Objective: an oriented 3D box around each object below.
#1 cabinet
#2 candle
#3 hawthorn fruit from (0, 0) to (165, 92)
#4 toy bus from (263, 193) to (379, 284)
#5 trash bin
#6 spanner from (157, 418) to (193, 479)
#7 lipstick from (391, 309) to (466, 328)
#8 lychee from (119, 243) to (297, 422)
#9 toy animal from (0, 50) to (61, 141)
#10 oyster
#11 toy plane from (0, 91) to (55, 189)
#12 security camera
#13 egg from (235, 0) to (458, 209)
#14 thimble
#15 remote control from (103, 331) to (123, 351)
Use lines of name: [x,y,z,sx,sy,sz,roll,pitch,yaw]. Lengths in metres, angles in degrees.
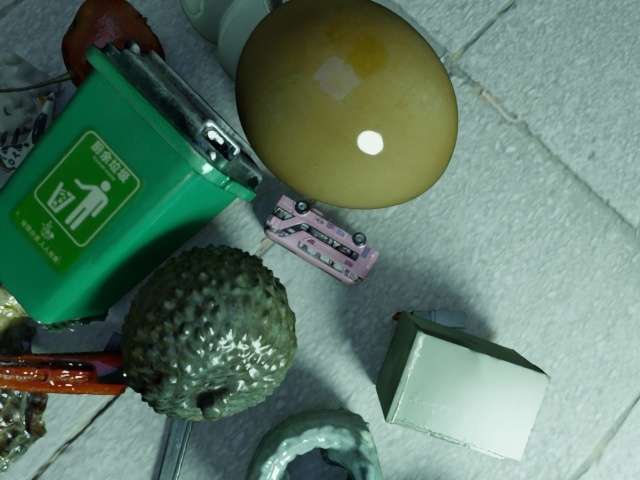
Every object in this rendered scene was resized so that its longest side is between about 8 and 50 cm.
cabinet: [0.213,0.226,0.773,0.206,0.145,0.150,19,94,-1]
candle: [-0.413,0.200,0.747,0.302,0.059,0.084,11,98,-29]
hawthorn fruit: [-0.405,-0.289,0.819,0.285,0.165,0.165,-40,85,-18]
toy bus: [0.000,0.000,0.852,0.203,0.063,0.090,31,81,1]
trash bin: [-0.301,-0.072,0.756,0.381,0.295,0.259,-44,84,3]
spanner: [-0.235,0.331,0.807,0.071,0.017,0.302,11,79,-4]
lipstick: [0.189,0.137,0.857,0.129,0.030,0.030,4,81,-3]
lychee: [-0.164,0.135,0.729,0.255,0.255,0.274,-18,48,-6]
toy animal: [-0.535,-0.216,0.852,0.127,0.131,0.181,3,69,31]
oyster: [-0.539,0.236,0.764,0.275,0.100,0.271,-30,99,-12]
toy plane: [-0.481,-0.141,0.826,0.160,0.082,0.234,28,99,-7]
security camera: [-0.139,-0.410,0.852,0.194,0.194,0.236,-35,79,-8]
egg: [0.048,-0.200,0.759,0.374,0.301,0.301,29,79,-23]
thimble: [-0.011,0.371,0.735,0.205,0.172,0.250,40,82,5]
remote control: [-0.355,0.199,0.820,0.034,0.016,0.091,30,80,-16]
